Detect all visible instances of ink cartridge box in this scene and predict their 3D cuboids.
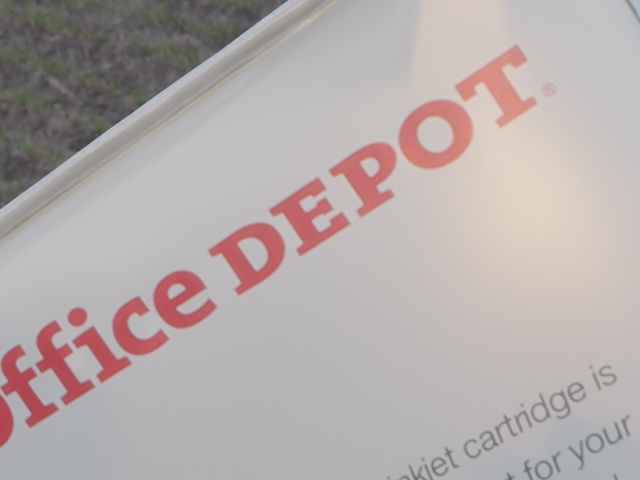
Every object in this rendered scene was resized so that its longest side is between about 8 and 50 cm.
[{"bbox_3d":[0.069,0.103,0.443,0.279,0.385,0.160,-32,7,21],"label":"ink cartridge box"}]
